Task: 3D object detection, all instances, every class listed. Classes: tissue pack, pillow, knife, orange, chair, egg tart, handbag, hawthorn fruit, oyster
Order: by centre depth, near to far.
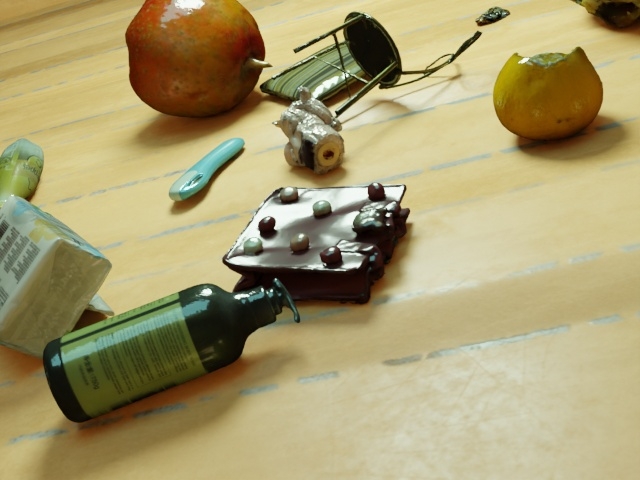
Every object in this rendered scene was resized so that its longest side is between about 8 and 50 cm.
[{"bbox_3d":[-0.001,-0.003,1.169,0.216,0.074,0.203,-2,33,27],"label":"handbag"},{"bbox_3d":[-0.382,0.057,1.247,0.229,0.145,0.159,26,84,53],"label":"tissue pack"},{"bbox_3d":[0.326,-0.216,1.295,0.157,0.134,0.156,-8,44,8],"label":"orange"},{"bbox_3d":[-0.190,-0.122,1.534,0.064,0.031,0.222,-6,27,30],"label":"knife"},{"bbox_3d":[0.096,-0.321,1.561,0.326,0.170,0.160,-36,1,-21],"label":"chair"},{"bbox_3d":[0.554,-0.447,1.589,0.297,0.132,0.297,-4,20,1],"label":"egg tart"},{"bbox_3d":[0.011,-0.328,1.755,0.208,0.052,0.212,-32,29,-19],"label":"pillow"},{"bbox_3d":[-0.224,-0.364,1.768,0.298,0.277,0.277,18,41,20],"label":"hawthorn fruit"},{"bbox_3d":[0.344,-0.457,1.821,0.083,0.019,0.054,-32,31,-23],"label":"oyster"}]

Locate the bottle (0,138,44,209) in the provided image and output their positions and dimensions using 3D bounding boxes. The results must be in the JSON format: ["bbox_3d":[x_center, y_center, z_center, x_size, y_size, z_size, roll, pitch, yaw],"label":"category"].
[{"bbox_3d":[-0.570,-0.106,1.676,0.083,0.083,0.269,-17,32,2],"label":"bottle"}]

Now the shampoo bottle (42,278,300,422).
[{"bbox_3d":[-0.166,0.114,1.031,0.284,0.101,0.101,-21,28,-5],"label":"shampoo bottle"}]

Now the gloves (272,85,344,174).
[{"bbox_3d":[-0.012,-0.167,1.442,0.094,0.110,0.144,-18,56,-15],"label":"gloves"}]
